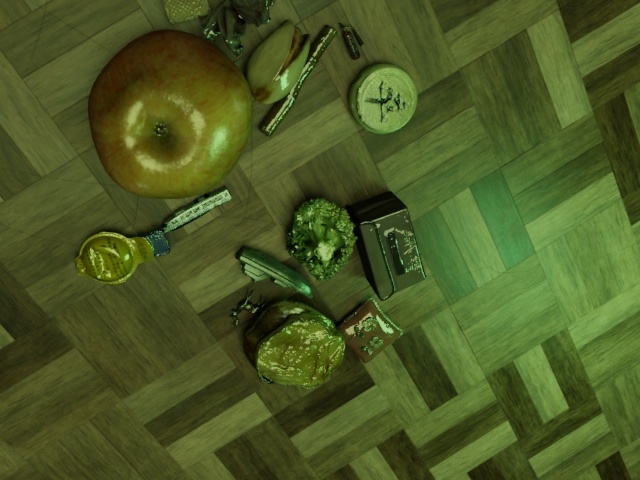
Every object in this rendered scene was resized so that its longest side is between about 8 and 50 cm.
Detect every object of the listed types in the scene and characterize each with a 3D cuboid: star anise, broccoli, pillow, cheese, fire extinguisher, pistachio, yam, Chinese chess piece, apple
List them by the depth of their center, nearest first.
[{"bbox_3d":[-0.349,-0.284,1.522,0.391,0.346,0.392,-3,112,-8],"label":"apple"},{"bbox_3d":[-0.185,-0.526,1.534,0.198,0.257,0.111,-30,121,7],"label":"star anise"},{"bbox_3d":[-0.107,-0.444,1.635,0.144,0.144,0.215,29,91,-23],"label":"pistachio"},{"bbox_3d":[-0.059,-0.418,1.711,0.045,0.045,0.327,36,99,8],"label":"yam"},{"bbox_3d":[0.086,-0.530,1.713,0.046,0.032,0.100,-23,121,6],"label":"fire extinguisher"},{"bbox_3d":[-0.530,0.038,1.746,0.250,0.064,0.157,-15,116,-5],"label":"cheese"},{"bbox_3d":[0.170,-0.384,1.764,0.188,0.083,0.189,-4,109,-12],"label":"Chinese chess piece"},{"bbox_3d":[0.000,0.000,1.818,0.197,0.176,0.226,10,86,-4],"label":"broccoli"},{"bbox_3d":[0.149,0.288,2.019,0.171,0.075,0.179,-42,116,4],"label":"pillow"}]

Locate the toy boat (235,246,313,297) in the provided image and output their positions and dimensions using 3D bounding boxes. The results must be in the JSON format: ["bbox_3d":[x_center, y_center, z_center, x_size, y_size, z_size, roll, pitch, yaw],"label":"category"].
[{"bbox_3d":[-0.130,0.104,1.872,0.260,0.078,0.085,30,83,-22],"label":"toy boat"}]

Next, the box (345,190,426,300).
[{"bbox_3d":[0.188,0.009,1.867,0.153,0.188,0.252,-20,112,-4],"label":"box"}]

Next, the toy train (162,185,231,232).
[{"bbox_3d":[-0.340,-0.083,1.764,0.207,0.043,0.047,-29,115,-3],"label":"toy train"}]

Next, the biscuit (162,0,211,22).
[{"bbox_3d":[-0.334,-0.624,1.501,0.108,0.062,0.239,-14,140,-1],"label":"biscuit"}]

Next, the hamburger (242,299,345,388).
[{"bbox_3d":[-0.083,0.310,1.937,0.285,0.134,0.265,38,96,-29],"label":"hamburger"}]

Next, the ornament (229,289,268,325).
[{"bbox_3d":[-0.218,0.207,1.918,0.073,0.028,0.125,33,97,-23],"label":"ornament"}]
